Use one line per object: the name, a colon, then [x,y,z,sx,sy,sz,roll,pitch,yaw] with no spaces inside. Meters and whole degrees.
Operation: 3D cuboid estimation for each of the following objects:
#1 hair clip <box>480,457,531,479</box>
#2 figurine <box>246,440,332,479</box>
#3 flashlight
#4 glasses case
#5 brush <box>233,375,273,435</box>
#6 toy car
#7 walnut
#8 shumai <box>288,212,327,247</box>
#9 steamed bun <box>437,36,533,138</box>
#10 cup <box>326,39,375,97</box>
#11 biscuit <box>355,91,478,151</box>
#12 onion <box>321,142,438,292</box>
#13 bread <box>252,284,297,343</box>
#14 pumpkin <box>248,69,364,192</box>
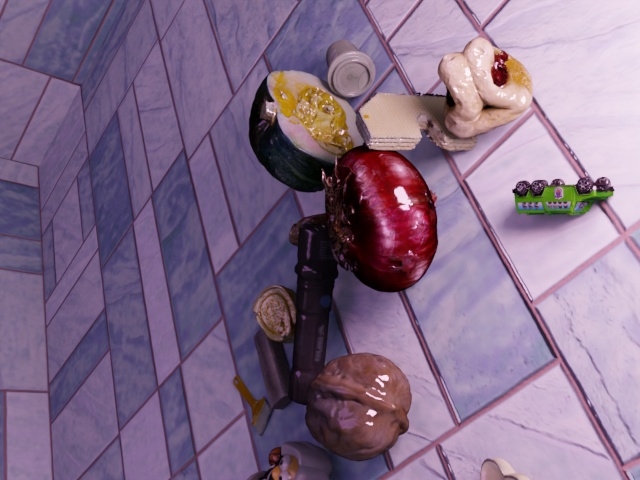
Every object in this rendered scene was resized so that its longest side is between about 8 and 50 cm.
hair clip: [0.281,0.457,1.128,0.218,0.071,0.159,-39,54,45]
figurine: [-0.067,0.534,1.495,0.236,0.133,0.176,-42,37,43]
flashlight: [-0.018,0.171,1.513,0.103,0.103,0.423,13,100,52]
glasses case: [-0.119,0.320,1.688,0.071,0.047,0.204,-48,46,33]
brush: [-0.188,0.424,1.773,0.205,0.011,0.083,39,110,50]
toy car: [0.409,-0.074,1.128,0.165,0.071,0.062,2,96,52]
walnut: [0.079,0.329,1.323,0.224,0.224,0.224,-19,65,47]
shumai: [0.004,-0.012,1.581,0.139,0.123,0.105,-49,55,12]
steamed bun: [0.289,-0.297,1.236,0.172,0.155,0.140,-19,47,27]
cup: [0.067,-0.429,1.634,0.120,0.120,0.141,-50,32,30]
biscuit: [0.182,-0.234,1.321,0.046,0.250,0.147,113,145,-44]
onion: [0.135,-0.044,1.342,0.314,0.233,0.313,169,90,-78]
bread: [-0.097,0.186,1.665,0.117,0.064,0.156,-40,65,17]
pumpkin: [-0.058,-0.244,1.610,0.197,0.264,0.292,-48,45,40]
